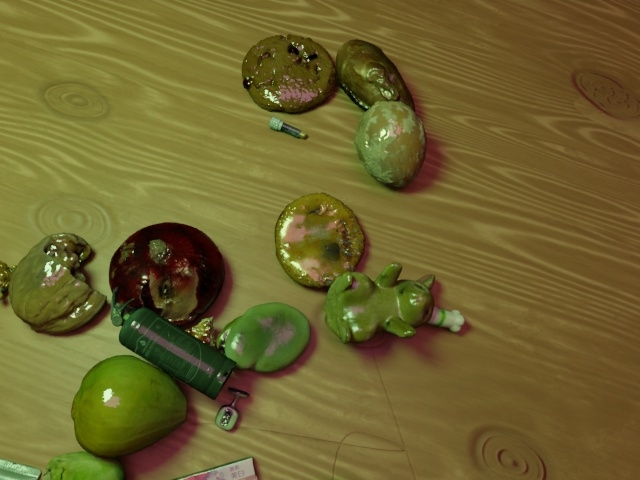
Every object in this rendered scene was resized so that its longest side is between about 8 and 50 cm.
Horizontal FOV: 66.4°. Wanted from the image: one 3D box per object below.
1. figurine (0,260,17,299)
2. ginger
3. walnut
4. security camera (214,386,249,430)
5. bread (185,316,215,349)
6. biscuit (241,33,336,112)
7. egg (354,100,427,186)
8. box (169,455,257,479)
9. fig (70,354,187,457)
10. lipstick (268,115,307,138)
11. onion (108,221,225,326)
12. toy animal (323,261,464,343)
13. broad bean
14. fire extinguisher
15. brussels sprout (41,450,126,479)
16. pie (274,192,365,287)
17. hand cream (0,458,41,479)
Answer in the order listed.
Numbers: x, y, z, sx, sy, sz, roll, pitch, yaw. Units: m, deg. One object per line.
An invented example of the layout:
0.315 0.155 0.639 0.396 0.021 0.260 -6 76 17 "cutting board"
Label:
-0.792 0.113 1.161 0.102 0.068 0.143 19 80 4 "figurine"
0.155 -0.471 1.465 0.165 0.172 0.321 -40 79 21 "ginger"
-0.635 0.098 1.147 0.204 0.141 0.238 -24 71 -11 "walnut"
-0.207 0.393 1.138 0.058 0.058 0.092 19 76 0 "security camera"
-0.291 0.270 1.160 0.154 0.054 0.135 -32 79 8 "bread"
-0.094 -0.517 1.493 0.296 0.075 0.295 2 68 -6 "biscuit"
0.200 -0.269 1.369 0.204 0.203 0.244 -16 94 -13 "egg"
-0.251 0.535 1.078 0.218 0.039 0.055 -11 72 -12 "box"
-0.410 0.348 1.053 0.230 0.207 0.207 -3 63 -51 "fig"
-0.093 -0.327 1.442 0.116 0.037 0.037 24 68 -2 "lipstick"
-0.366 0.070 1.161 0.273 0.195 0.271 2 70 -5 "onion"
0.196 0.153 1.212 0.364 0.180 0.180 -5 76 -8 "toy animal"
-0.137 0.235 1.188 0.228 0.100 0.169 1 73 -18 "broad bean"
-0.334 0.224 1.070 0.311 0.095 0.114 31 99 -3 "fire extinguisher"
-0.481 0.508 1.006 0.146 0.183 0.131 -1 97 -44 "brussels sprout"
0.000 0.000 1.306 0.274 0.069 0.273 2 70 -7 "pie"
-0.702 0.623 0.979 0.125 0.077 0.340 16 60 -1 "hand cream"
